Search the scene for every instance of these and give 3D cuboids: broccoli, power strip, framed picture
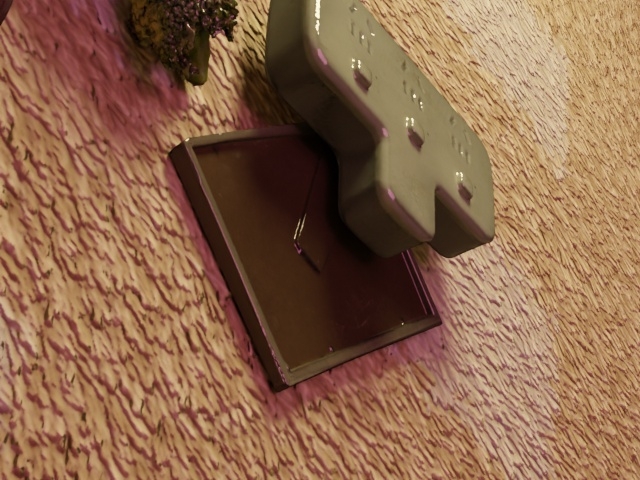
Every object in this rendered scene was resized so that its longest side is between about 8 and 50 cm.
[{"bbox_3d":[-0.097,-0.155,1.036,0.095,0.097,0.092,-24,131,-41],"label":"broccoli"},{"bbox_3d":[0.054,-0.076,1.169,0.265,0.059,0.193,43,34,-36],"label":"power strip"},{"bbox_3d":[0.000,0.000,1.096,0.260,0.023,0.189,-15,80,-61],"label":"framed picture"}]

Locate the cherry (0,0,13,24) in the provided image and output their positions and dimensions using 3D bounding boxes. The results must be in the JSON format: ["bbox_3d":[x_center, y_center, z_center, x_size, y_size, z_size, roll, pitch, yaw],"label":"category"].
[{"bbox_3d":[-0.206,-0.135,0.768,0.115,0.148,0.188,-15,54,-26],"label":"cherry"}]
